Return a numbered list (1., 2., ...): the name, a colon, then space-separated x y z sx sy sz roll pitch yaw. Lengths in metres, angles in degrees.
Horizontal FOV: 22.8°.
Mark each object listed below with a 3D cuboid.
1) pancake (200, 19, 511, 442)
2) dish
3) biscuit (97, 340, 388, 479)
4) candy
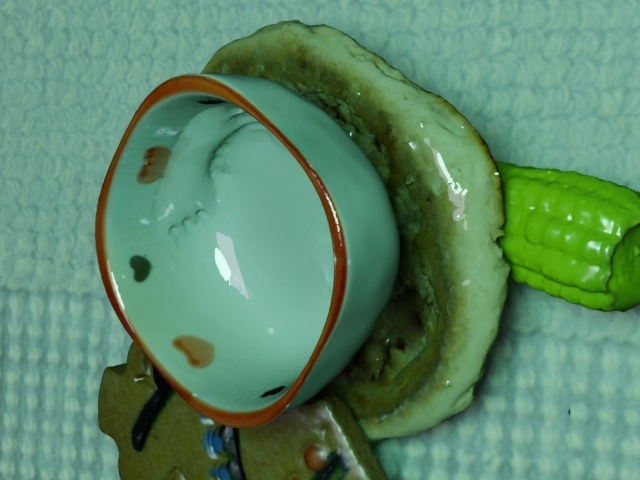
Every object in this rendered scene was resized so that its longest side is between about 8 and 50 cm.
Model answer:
1. pancake: 0.002 0.000 1.251 0.356 0.065 0.356 15 113 39
2. dish: -0.041 0.000 1.167 0.256 0.117 0.256 12 108 41
3. biscuit: -0.064 0.171 1.283 0.301 0.043 0.278 15 110 32
4. candy: 0.156 -0.014 1.187 0.209 0.096 0.097 20 99 36
